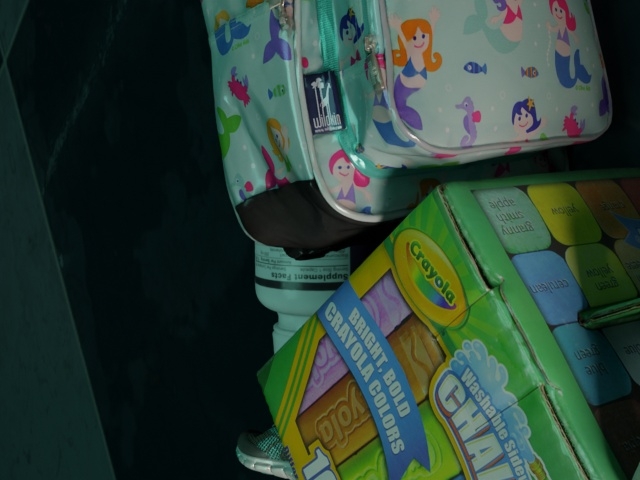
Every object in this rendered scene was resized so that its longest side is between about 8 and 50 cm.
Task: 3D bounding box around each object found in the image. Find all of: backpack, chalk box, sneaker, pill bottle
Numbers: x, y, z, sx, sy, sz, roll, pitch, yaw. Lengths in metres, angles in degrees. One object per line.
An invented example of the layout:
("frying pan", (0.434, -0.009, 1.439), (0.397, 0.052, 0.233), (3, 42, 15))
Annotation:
("backpack", (0.044, -0.134, 0.550), (0.191, 0.225, 0.254), (-23, 77, 51))
("chalk box", (0.122, 0.075, 0.510), (0.289, 0.180, 0.179), (-49, 56, 43))
("sneaker", (-0.017, 0.182, 0.827), (0.166, 0.065, 0.076), (-2, 77, 51))
("pill bottle", (0.000, 0.000, 0.726), (0.108, 0.108, 0.194), (8, 101, 53))

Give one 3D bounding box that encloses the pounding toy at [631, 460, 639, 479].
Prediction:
("pounding toy", (0.231, 0.134, 0.345), (0.155, 0.154, 0.270), (26, 125, 62))
